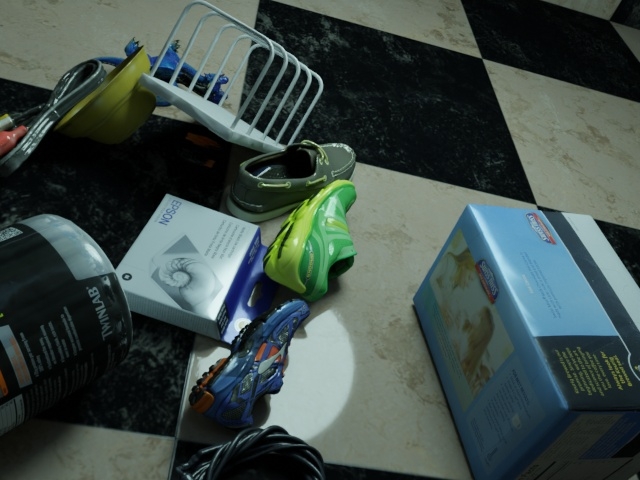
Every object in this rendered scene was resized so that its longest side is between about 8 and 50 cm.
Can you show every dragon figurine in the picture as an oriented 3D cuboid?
[{"bbox_3d":[-0.323,-0.325,1.256,0.289,0.085,0.144,-7,48,-30],"label":"dragon figurine"}]

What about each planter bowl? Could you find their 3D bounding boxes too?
[{"bbox_3d":[-0.352,-0.233,1.109,0.090,0.217,0.217,46,34,-25],"label":"planter bowl"}]

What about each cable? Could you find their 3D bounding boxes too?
[{"bbox_3d":[-0.453,-0.201,1.007,0.287,0.072,0.139,-46,46,-16],"label":"cable"},{"bbox_3d":[-0.064,0.283,0.731,0.184,0.047,0.150,-5,33,-36],"label":"cable"}]

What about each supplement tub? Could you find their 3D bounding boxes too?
[{"bbox_3d":[-0.390,0.120,0.667,0.207,0.207,0.338,41,44,21],"label":"supplement tub"}]

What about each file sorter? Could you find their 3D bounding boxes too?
[{"bbox_3d":[-0.138,-0.277,1.127,0.193,0.173,0.278,33,10,14],"label":"file sorter"}]

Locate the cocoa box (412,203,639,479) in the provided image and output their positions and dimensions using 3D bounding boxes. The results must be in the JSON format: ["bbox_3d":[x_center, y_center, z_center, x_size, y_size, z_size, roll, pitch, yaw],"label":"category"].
[{"bbox_3d":[0.311,0.148,0.907,0.228,0.231,0.347,4,44,-18],"label":"cocoa box"}]

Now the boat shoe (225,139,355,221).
[{"bbox_3d":[-0.035,-0.125,1.159,0.305,0.091,0.109,-26,60,-40],"label":"boat shoe"}]

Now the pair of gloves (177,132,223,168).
[{"bbox_3d":[-0.223,-0.167,1.188,0.074,0.010,0.083,19,44,-4],"label":"pair of gloves"}]

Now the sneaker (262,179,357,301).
[{"bbox_3d":[0.000,0.000,1.054,0.123,0.109,0.295,47,36,-12],"label":"sneaker"}]

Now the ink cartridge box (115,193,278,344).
[{"bbox_3d":[-0.172,0.041,0.962,0.224,0.045,0.223,20,41,-2],"label":"ink cartridge box"}]

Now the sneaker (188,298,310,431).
[{"bbox_3d":[-0.080,0.162,0.850,0.087,0.083,0.221,50,53,-11],"label":"sneaker"}]
